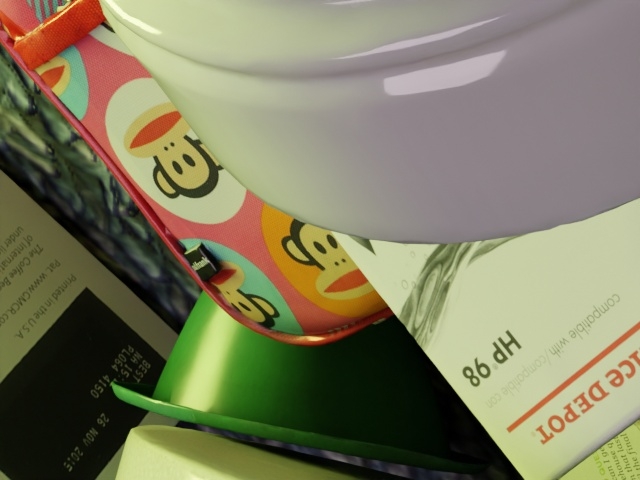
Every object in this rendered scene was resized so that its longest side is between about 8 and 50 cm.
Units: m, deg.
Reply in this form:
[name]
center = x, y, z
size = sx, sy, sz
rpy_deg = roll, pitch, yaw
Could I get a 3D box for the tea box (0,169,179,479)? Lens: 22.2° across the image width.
[tea box]
center = -0.283, 0.158, 0.868
size = 0.220, 0.329, 0.323
rpy_deg = 43, 138, -6

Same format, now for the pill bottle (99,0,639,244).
[pill bottle]
center = -0.026, -0.189, 0.266
size = 0.224, 0.224, 0.392
rpy_deg = 5, 146, 32

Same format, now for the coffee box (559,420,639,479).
[coffee box]
center = 0.192, 0.012, 0.526
size = 0.246, 0.141, 0.098
rpy_deg = -31, 72, 46

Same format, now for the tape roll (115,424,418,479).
[tape roll]
center = 0.107, 0.152, 0.604
size = 0.392, 0.072, 0.392
rpy_deg = 16, 175, 1

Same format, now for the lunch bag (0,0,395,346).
[lunch bag]
center = 0.013, -0.113, 0.588
size = 0.293, 0.120, 0.258
rpy_deg = -28, 103, 44

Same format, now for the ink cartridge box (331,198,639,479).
[ink cartridge box]
center = 0.074, -0.002, 0.471
size = 0.180, 0.060, 0.104
rpy_deg = 52, 135, 10

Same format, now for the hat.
[hat]
center = 0.000, 0.000, 0.757
size = 0.173, 0.183, 0.208
rpy_deg = 8, 174, 43
